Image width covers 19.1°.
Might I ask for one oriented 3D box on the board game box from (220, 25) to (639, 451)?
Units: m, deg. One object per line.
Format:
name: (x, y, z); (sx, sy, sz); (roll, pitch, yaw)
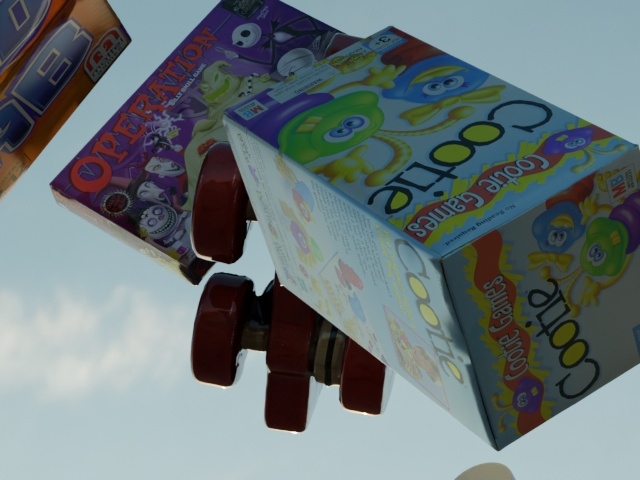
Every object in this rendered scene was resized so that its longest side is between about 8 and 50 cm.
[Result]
board game box: (0.076, -0.012, 1.189); (0.142, 0.275, 0.144); (-29, -58, -17)

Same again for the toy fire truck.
toy fire truck: (0.000, 0.000, 1.649); (0.169, 0.254, 0.302); (9, -60, 10)

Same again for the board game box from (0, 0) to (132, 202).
board game box: (-0.454, -0.206, 1.763); (0.356, 0.356, 0.356); (-52, -15, -7)

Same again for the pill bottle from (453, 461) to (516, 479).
pill bottle: (0.125, 0.200, 1.221); (0.065, 0.065, 0.116); (-22, -62, 16)

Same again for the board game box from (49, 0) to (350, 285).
board game box: (-0.115, -0.128, 2.136); (0.347, 0.208, 0.056); (-51, -31, -22)
